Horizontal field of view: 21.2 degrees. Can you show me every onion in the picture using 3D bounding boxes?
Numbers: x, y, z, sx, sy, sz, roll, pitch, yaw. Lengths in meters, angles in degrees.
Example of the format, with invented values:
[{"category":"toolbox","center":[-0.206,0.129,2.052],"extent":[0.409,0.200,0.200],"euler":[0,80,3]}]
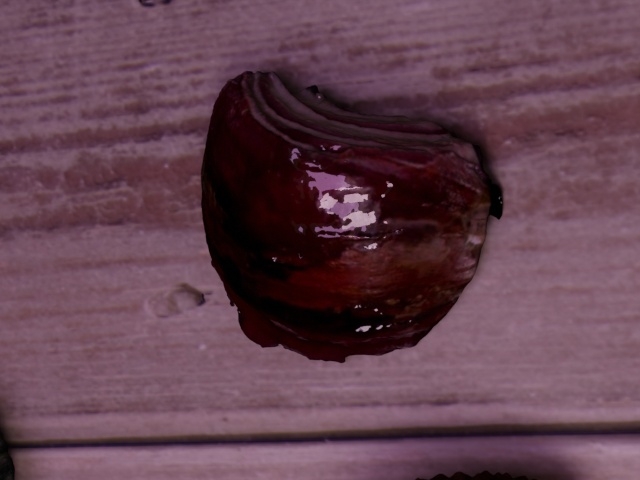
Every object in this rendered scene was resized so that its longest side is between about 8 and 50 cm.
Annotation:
[{"category":"onion","center":[0.000,0.000,1.646],"extent":[0.314,0.146,0.280],"euler":[14,108,19]}]

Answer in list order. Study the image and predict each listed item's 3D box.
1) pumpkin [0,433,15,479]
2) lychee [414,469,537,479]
[{"category":"pumpkin","center":[-0.442,0.266,1.884],"extent":[0.221,0.162,0.220],"euler":[3,96,30]},{"category":"lychee","center":[0.125,0.328,1.592],"extent":[0.271,0.236,0.236],"euler":[-24,86,1]}]
